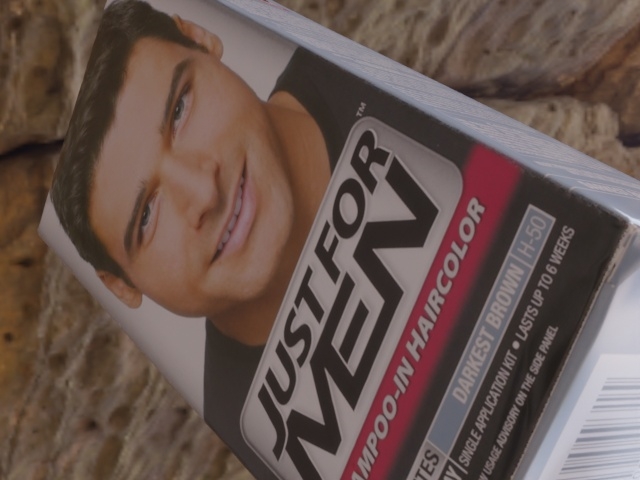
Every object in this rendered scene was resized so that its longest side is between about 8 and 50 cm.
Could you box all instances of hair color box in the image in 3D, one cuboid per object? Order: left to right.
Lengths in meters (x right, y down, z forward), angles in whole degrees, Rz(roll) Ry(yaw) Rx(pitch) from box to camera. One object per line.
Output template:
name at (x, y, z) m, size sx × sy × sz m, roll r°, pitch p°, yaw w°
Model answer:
hair color box at (0.000, 0.000, 0.508) m, size 0.374 × 0.114 × 0.185 m, roll 37°, pitch -68°, yaw 45°
